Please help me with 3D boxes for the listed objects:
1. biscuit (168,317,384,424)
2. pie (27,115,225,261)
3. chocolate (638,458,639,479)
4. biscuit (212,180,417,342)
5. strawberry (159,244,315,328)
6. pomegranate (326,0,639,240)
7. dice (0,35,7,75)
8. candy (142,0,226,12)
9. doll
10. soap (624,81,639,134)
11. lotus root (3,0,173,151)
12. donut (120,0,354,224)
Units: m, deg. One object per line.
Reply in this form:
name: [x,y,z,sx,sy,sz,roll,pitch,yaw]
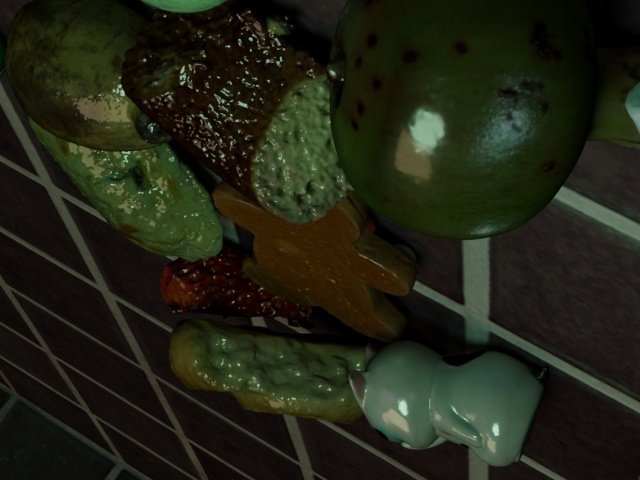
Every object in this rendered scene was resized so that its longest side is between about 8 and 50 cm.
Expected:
biscuit: [-0.022,0.139,1.547,0.274,0.091,0.213,7,176,-5]
pie: [-0.200,-0.068,1.500,0.201,0.090,0.248,13,147,54]
chocolate: [0.360,0.235,1.265,0.148,0.093,0.214,23,156,36]
biscuit: [0.001,-0.003,1.372,0.205,0.049,0.324,24,161,19]
strawberry: [-0.084,0.046,1.605,0.188,0.082,0.121,6,-178,33]
pomegranate: [0.099,-0.080,0.869,0.210,0.179,0.179,30,164,-22]
dice: [-0.402,-0.182,1.526,0.128,0.120,0.131,41,158,-12]
candy: [-0.196,-0.322,0.929,0.440,0.119,0.119,48,158,-12]
doll: [0.121,0.153,1.409,0.180,0.107,0.110,5,-171,14]
soap: [0.301,0.002,0.825,0.172,0.095,0.289,17,153,44]
lotus root: [-0.177,-0.133,1.245,0.214,0.138,0.138,32,162,37]
donut: [-0.046,-0.101,1.136,0.186,0.126,0.144,46,165,-27]
